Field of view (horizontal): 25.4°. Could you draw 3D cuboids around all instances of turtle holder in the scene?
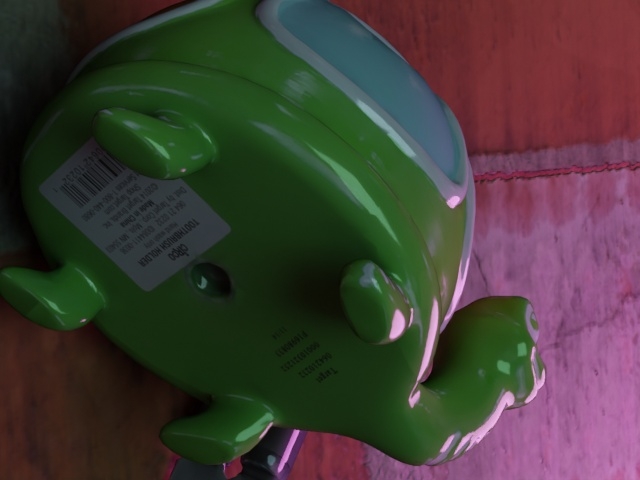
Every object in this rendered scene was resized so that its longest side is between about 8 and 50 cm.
[{"bbox_3d":[-0.002,-0.015,0.826,0.227,0.320,0.243,-59,169,-45],"label":"turtle holder"}]

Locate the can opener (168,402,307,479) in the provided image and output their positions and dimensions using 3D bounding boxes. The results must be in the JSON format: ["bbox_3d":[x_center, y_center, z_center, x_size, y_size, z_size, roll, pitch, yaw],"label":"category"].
[{"bbox_3d":[-0.044,0.138,0.946,0.095,0.076,0.283,70,41,-62],"label":"can opener"}]
